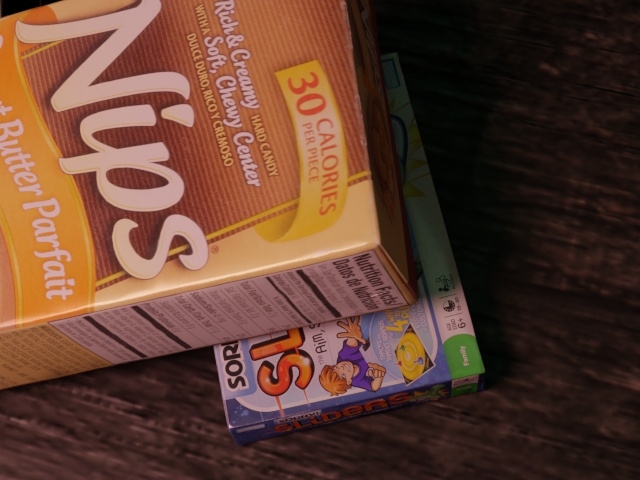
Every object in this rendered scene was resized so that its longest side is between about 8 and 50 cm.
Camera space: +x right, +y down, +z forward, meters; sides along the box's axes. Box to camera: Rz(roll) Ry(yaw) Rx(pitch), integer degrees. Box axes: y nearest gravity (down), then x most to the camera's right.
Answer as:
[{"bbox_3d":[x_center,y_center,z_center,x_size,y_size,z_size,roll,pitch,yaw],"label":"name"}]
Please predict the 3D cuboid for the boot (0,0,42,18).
[{"bbox_3d":[-0.261,-0.213,0.726,0.176,0.088,0.244,3,91,9],"label":"boot"}]

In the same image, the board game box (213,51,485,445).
[{"bbox_3d":[0.000,0.000,0.664,0.136,0.035,0.201,-13,65,-1],"label":"board game box"}]

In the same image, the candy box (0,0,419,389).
[{"bbox_3d":[-0.120,-0.031,0.630,0.316,0.087,0.183,-13,65,13],"label":"candy box"}]
